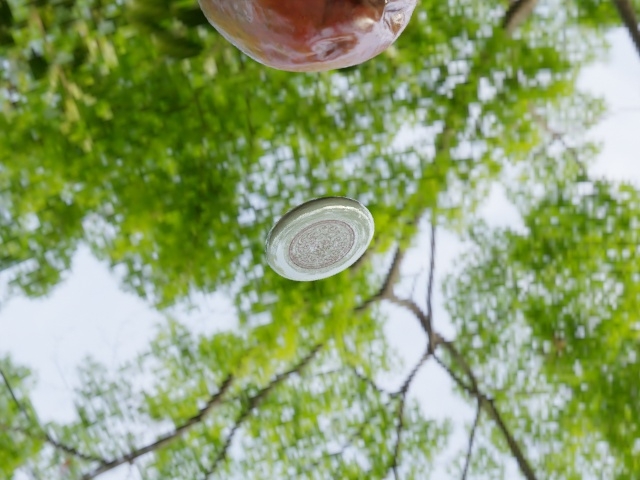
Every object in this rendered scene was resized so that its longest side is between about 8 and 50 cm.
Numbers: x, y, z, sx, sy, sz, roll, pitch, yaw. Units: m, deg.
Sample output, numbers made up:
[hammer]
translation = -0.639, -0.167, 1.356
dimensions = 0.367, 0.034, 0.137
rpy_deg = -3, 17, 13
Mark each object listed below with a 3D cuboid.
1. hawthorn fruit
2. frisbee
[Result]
[hawthorn fruit]
translation = -0.004, -0.251, 1.458
dimensions = 0.210, 0.210, 0.262
rpy_deg = -26, -148, -12
[frisbee]
translation = 0.000, 0.000, 1.473
dimensions = 0.110, 0.110, 0.014
rpy_deg = -18, -130, -5
